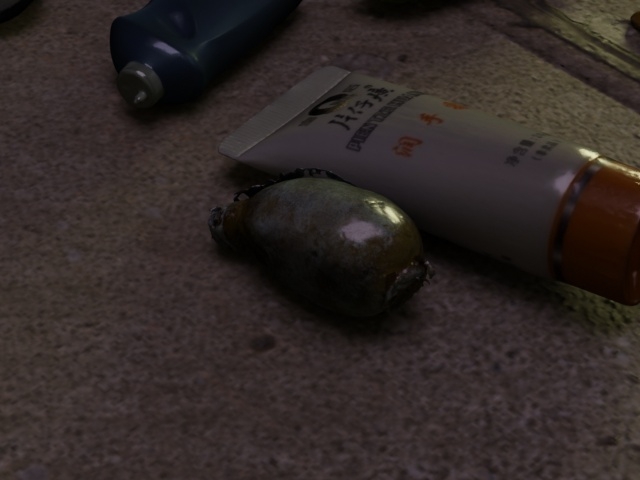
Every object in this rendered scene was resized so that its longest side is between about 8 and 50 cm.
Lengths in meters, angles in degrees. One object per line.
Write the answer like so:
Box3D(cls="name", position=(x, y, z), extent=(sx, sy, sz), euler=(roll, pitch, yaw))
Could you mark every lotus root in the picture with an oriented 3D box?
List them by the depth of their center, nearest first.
Box3D(cls="lotus root", position=(0.001, -0.003, 1.122), extent=(0.165, 0.088, 0.088), euler=(21, 44, 34))

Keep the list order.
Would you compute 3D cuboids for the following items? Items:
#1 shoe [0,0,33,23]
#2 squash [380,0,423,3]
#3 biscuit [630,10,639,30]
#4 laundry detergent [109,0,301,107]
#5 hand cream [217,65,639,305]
Box3D(cls="shoe", position=(-0.361, -0.249, 1.340), extent=(0.291, 0.137, 0.114), euler=(8, 41, 8))
Box3D(cls="squash", position=(0.132, -0.240, 1.400), extent=(0.229, 0.066, 0.066), euler=(-19, 46, -21))
Box3D(cls="biscuit", position=(0.379, -0.175, 1.374), extent=(0.231, 0.016, 0.139), euler=(-18, 44, -22))
Box3D(cls="laundry detergent", position=(-0.094, -0.164, 1.312), extent=(0.097, 0.061, 0.206), euler=(26, 47, 13))
Box3D(cls="hand cream", position=(0.092, -0.048, 1.179), extent=(0.314, 0.089, 0.140), euler=(18, 41, 29))
